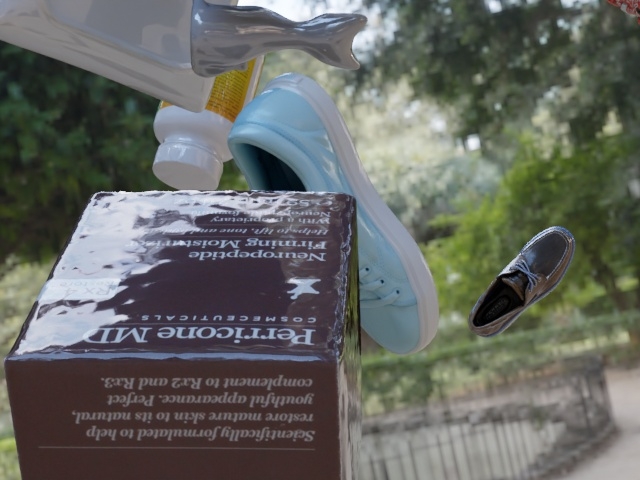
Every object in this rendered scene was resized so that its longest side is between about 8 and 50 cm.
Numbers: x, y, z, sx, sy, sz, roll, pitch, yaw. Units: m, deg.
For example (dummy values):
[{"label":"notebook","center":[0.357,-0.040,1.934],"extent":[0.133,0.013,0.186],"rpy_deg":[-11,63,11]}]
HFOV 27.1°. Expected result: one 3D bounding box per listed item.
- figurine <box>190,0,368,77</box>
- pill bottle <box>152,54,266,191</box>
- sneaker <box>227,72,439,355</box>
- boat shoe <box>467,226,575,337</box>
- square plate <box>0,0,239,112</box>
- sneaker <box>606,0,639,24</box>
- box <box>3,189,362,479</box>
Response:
[{"label":"figurine","center":[-0.045,-0.291,1.531],"extent":[0.209,0.215,0.092],"rpy_deg":[1,32,-3]},{"label":"pill bottle","center":[-0.173,-0.202,2.004],"extent":[0.136,0.246,0.136],"rpy_deg":[12,-23,5]},{"label":"sneaker","center":[0.000,0.000,1.519],"extent":[0.135,0.366,0.150],"rpy_deg":[-16,20,48]},{"label":"boat shoe","center":[0.266,0.058,1.748],"extent":[0.183,0.066,0.066],"rpy_deg":[-51,-14,9]},{"label":"square plate","center":[-0.212,-0.363,1.618],"extent":[0.344,0.347,0.049],"rpy_deg":[18,2,-40]},{"label":"sneaker","center":[0.421,-0.275,1.605],"extent":[0.090,0.270,0.145],"rpy_deg":[-23,12,-24]},{"label":"box","center":[-0.063,0.086,0.750],"extent":[0.168,0.167,0.203],"rpy_deg":[0,25,3]}]
